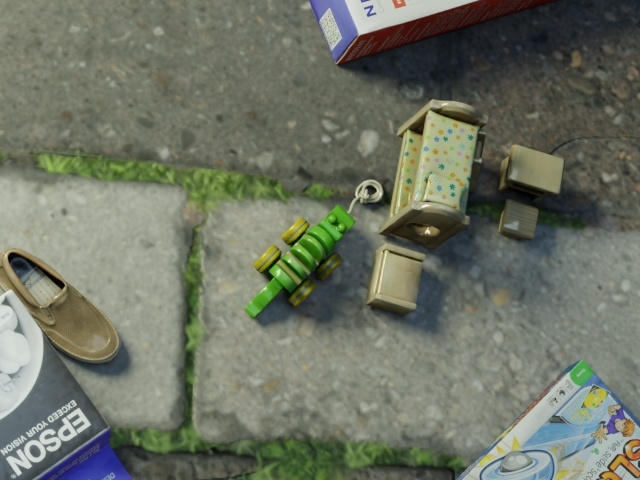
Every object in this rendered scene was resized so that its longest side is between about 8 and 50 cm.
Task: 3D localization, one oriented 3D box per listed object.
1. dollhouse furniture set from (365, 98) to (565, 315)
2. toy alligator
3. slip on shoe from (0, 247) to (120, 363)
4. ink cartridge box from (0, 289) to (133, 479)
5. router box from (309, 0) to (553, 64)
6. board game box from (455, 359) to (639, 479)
[{"bbox_3d":[0.148,-0.016,1.742,0.160,0.101,0.182,16,71,-14],"label":"dollhouse furniture set"},{"bbox_3d":[0.000,0.000,1.721,0.056,0.051,0.189,46,67,-1],"label":"toy alligator"},{"bbox_3d":[-0.230,0.056,1.639,0.135,0.041,0.051,45,67,0],"label":"slip on shoe"},{"bbox_3d":[-0.289,0.183,1.584,0.206,0.045,0.208,-35,89,-23],"label":"ink cartridge box"},{"bbox_3d":[0.095,-0.375,1.844,0.301,0.082,0.336,-18,80,-21],"label":"router box"},{"bbox_3d":[0.218,0.226,1.731,0.201,0.035,0.136,-42,89,-23],"label":"board game box"}]
